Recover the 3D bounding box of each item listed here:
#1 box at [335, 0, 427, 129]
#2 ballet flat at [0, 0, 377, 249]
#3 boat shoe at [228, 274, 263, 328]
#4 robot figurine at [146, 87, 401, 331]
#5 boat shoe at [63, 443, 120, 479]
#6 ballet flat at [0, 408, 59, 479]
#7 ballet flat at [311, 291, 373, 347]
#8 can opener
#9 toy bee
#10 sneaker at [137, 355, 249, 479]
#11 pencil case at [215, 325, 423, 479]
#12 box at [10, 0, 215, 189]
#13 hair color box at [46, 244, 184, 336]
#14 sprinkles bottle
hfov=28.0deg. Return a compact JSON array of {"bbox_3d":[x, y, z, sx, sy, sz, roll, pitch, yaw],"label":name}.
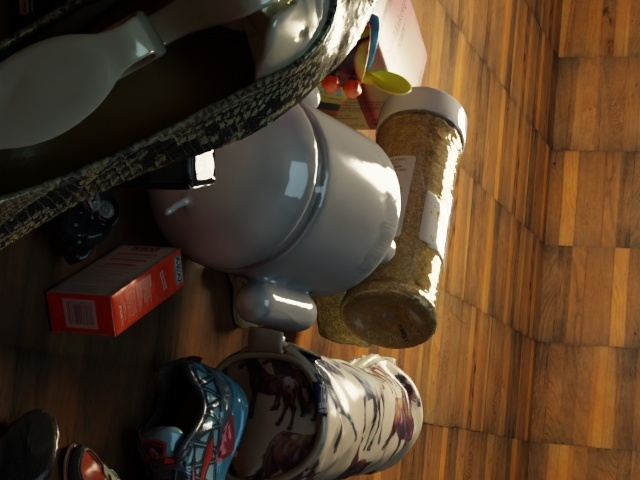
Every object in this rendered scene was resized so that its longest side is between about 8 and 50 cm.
[{"bbox_3d":[0.051,-0.279,1.749,0.232,0.127,0.148,65,34,-50],"label":"box"},{"bbox_3d":[-0.128,-0.131,0.940,0.164,0.483,0.182,57,-18,1],"label":"ballet flat"},{"bbox_3d":[-0.083,0.042,1.550,0.050,0.045,0.135,-48,136,-59],"label":"boat shoe"},{"bbox_3d":[-0.048,-0.053,1.381,0.353,0.200,0.300,20,62,-56],"label":"robot figurine"},{"bbox_3d":[-0.210,0.247,1.252,0.049,0.043,0.137,-64,147,-43],"label":"boat shoe"},{"bbox_3d":[-0.272,0.223,1.105,0.049,0.057,0.173,-46,-158,55],"label":"ballet flat"},{"bbox_3d":[0.000,0.000,1.669,0.123,0.123,0.348,-64,145,-46],"label":"ballet flat"},{"bbox_3d":[-0.214,-0.071,1.203,0.059,0.073,0.186,28,57,-38],"label":"can opener"},{"bbox_3d":[0.009,-0.222,1.556,0.298,0.195,0.162,77,15,-58],"label":"toy bee"},{"bbox_3d":[-0.158,0.242,1.341,0.125,0.104,0.262,49,38,-46],"label":"sneaker"},{"bbox_3d":[0.003,0.216,1.633,0.410,0.160,0.183,18,90,-68],"label":"pencil case"},{"bbox_3d":[-0.179,-0.156,1.108,0.051,0.175,0.220,-18,109,-69],"label":"box"},{"bbox_3d":[-0.194,0.046,1.233,0.141,0.072,0.043,-41,130,-61],"label":"hair color box"},{"bbox_3d":[0.109,-0.036,1.628,0.121,0.121,0.355,69,26,-45],"label":"sprinkles bottle"}]
